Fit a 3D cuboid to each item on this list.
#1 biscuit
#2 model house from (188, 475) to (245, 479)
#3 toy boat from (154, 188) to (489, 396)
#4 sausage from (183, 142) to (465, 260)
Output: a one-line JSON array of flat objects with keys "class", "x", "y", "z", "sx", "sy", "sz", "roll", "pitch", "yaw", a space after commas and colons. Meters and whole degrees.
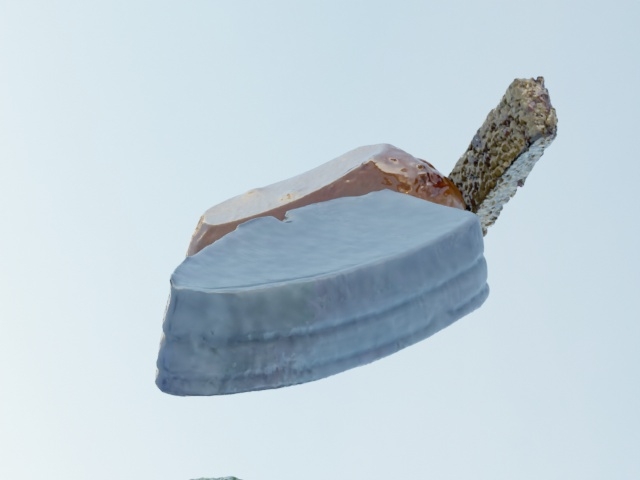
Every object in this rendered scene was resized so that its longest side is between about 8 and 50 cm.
[{"class": "biscuit", "x": 0.150, "y": -0.063, "z": 1.293, "sx": 0.199, "sy": 0.034, "sz": 0.064, "roll": -57, "pitch": -135, "yaw": 51}, {"class": "model house", "x": -0.104, "y": 0.223, "z": 1.187, "sx": 0.079, "sy": 0.083, "sz": 0.066, "roll": -2, "pitch": -94, "yaw": 34}, {"class": "toy boat", "x": -0.001, "y": 0.035, "z": 0.973, "sx": 0.127, "sy": 0.283, "sz": 0.078, "roll": 18, "pitch": -66, "yaw": 37}, {"class": "sausage", "x": 0.001, "y": 0.002, "z": 1.293, "sx": 0.133, "sy": 0.258, "sz": 0.133, "roll": -20, "pitch": 90, "yaw": -78}]
